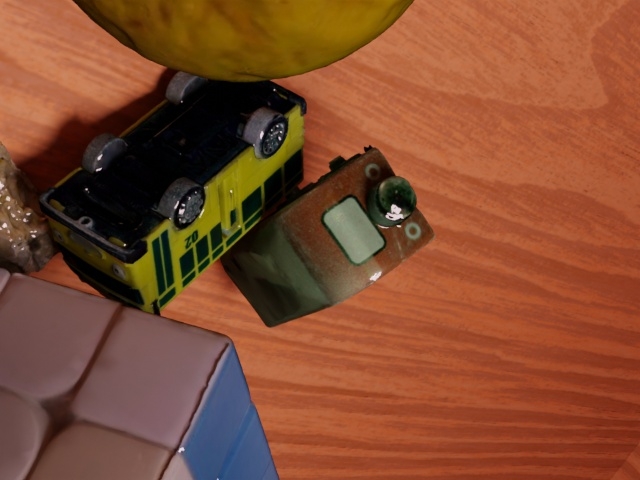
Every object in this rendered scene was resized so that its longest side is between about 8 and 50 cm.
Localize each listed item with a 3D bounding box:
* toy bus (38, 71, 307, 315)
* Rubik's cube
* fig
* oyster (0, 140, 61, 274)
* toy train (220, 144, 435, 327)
[{"bbox_3d":[-0.137,-0.050,1.217,0.262,0.128,0.150,-44,152,-32],"label":"toy bus"},{"bbox_3d":[-0.266,0.260,1.136,0.344,0.347,0.346,77,33,-56],"label":"Rubik's cube"},{"bbox_3d":[-0.045,-0.291,0.981,0.343,0.343,0.343,-27,141,-25],"label":"fig"},{"bbox_3d":[-0.323,-0.021,1.157,0.133,0.072,0.209,-43,143,-9],"label":"oyster"},{"bbox_3d":[0.000,0.000,1.331,0.159,0.129,0.326,-37,-176,-22],"label":"toy train"}]
